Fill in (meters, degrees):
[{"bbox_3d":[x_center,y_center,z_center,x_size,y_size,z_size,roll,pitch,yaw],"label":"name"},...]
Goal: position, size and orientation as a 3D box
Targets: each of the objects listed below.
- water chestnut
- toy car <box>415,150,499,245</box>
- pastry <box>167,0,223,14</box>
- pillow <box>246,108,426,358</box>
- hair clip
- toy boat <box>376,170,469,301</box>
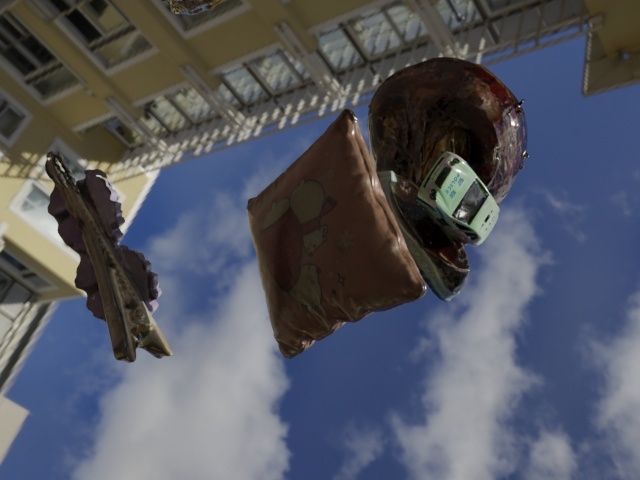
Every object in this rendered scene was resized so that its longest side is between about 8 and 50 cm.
[{"bbox_3d":[0.234,-0.178,1.367,0.335,0.335,0.347,-9,-154,38],"label":"water chestnut"},{"bbox_3d":[0.226,-0.057,1.103,0.076,0.224,0.090,33,-91,33],"label":"toy car"},{"bbox_3d":[-0.097,-0.334,0.708,0.240,0.132,0.235,-44,-151,-12],"label":"pastry"},{"bbox_3d":[0.000,0.000,0.802,0.236,0.084,0.223,-32,-112,42],"label":"pillow"},{"bbox_3d":[-0.270,0.021,0.866,0.106,0.084,0.292,-30,-98,27],"label":"hair clip"},{"bbox_3d":[0.159,-0.003,1.223,0.114,0.262,0.115,-41,-176,-41],"label":"toy boat"}]
